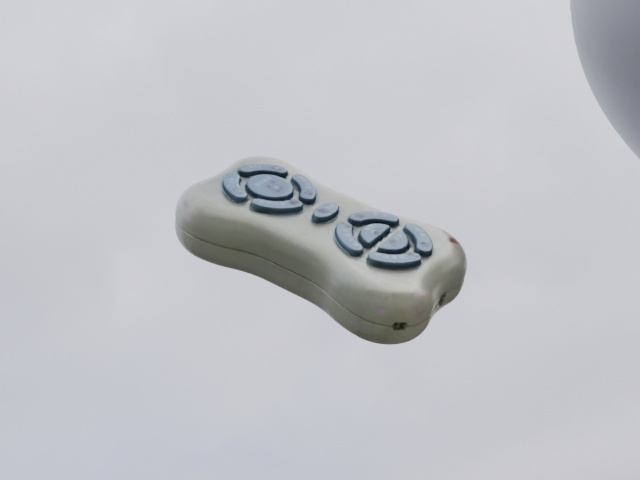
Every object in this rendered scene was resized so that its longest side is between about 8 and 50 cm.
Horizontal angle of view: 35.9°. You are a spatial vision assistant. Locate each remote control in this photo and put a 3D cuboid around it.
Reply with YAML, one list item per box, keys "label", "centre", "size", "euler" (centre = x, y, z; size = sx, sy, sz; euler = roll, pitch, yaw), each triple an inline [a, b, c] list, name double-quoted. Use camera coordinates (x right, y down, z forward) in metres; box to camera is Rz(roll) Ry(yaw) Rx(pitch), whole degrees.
- label: "remote control"
  centre: [0.000, 0.000, 0.425]
  size: [0.122, 0.074, 0.032]
  euler: [25, -57, 20]

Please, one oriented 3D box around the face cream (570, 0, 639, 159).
- label: "face cream"
  centre: [0.285, -0.191, 0.622]
  size: [0.219, 0.357, 0.312]
  euler: [15, -60, -13]
